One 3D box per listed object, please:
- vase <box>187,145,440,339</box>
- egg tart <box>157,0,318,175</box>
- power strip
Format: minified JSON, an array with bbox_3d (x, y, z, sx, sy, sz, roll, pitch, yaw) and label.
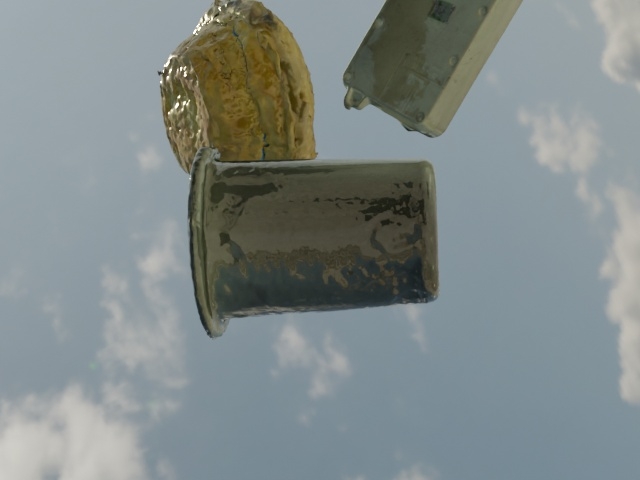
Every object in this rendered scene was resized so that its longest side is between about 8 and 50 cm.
[{"bbox_3d":[0.000,0.000,1.428,0.245,0.291,0.245,-1,-90,-86],"label":"vase"},{"bbox_3d":[-0.155,-0.219,1.945,0.169,0.388,0.387,-14,-103,-31],"label":"egg tart"},{"bbox_3d":[0.124,-0.225,1.114,0.118,0.270,0.046,34,-173,31],"label":"power strip"}]
